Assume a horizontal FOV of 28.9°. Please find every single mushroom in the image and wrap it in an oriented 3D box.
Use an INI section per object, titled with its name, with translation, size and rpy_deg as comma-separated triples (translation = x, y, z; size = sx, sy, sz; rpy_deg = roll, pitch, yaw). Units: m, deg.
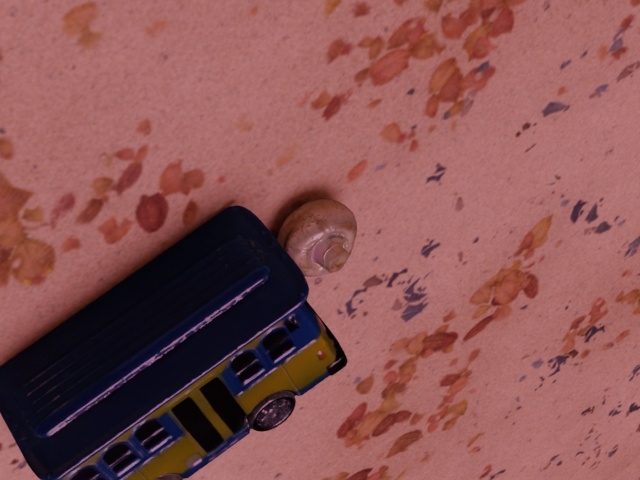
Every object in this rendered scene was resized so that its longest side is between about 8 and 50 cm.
[mushroom]
translation = 0.000, 0.000, 1.207
size = 0.083, 0.067, 0.084
rpy_deg = -31, 146, -23

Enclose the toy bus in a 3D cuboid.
[toy bus]
translation = -0.134, 0.122, 1.154
size = 0.287, 0.138, 0.175
rpy_deg = -36, 144, -7
